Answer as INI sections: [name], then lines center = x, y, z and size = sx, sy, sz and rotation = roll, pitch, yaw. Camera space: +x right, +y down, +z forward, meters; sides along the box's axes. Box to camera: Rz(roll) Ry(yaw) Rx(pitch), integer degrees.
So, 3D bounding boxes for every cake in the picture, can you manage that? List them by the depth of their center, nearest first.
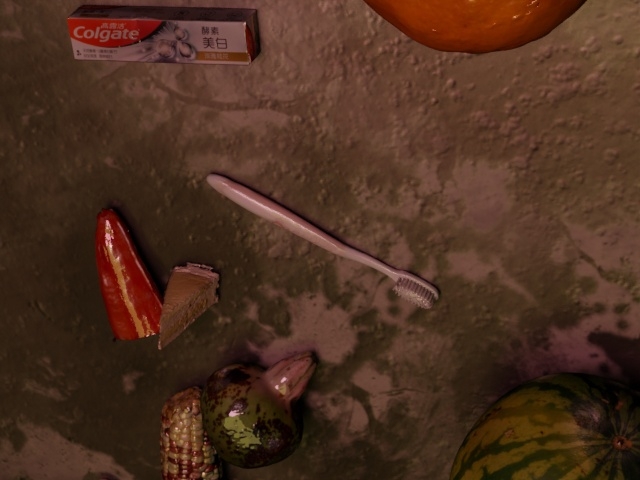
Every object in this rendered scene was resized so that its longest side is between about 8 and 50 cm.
[cake]
center = -0.164, 0.080, 1.802
size = 0.065, 0.121, 0.052
rotation = 8, 125, 6

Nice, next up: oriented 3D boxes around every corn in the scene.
[corn]
center = -0.166, 0.302, 1.944
size = 0.086, 0.086, 0.253
rotation = 5, 118, 16

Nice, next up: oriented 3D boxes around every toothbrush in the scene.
[toothbrush]
center = 0.000, 0.000, 1.755
size = 0.307, 0.029, 0.025
rotation = 28, 130, 3

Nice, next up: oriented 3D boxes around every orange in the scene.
[orange]
center = 0.145, -0.317, 1.417
size = 0.284, 0.226, 0.284
rotation = 10, 118, 19

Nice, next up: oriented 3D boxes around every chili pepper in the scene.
[chili pepper]
center = -0.239, 0.037, 1.842
size = 0.088, 0.065, 0.169
rotation = -10, 110, 22

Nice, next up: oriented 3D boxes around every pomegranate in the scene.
[pomegranate]
center = -0.071, 0.203, 1.853
size = 0.138, 0.163, 0.125
rotation = 48, 162, 7

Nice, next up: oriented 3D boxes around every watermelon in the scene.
[watermelon]
center = 0.281, 0.288, 1.670
size = 0.285, 0.285, 0.285
rotation = 8, 120, 15

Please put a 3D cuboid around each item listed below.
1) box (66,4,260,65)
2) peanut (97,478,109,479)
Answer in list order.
[box]
center = -0.176, -0.230, 1.684
size = 0.218, 0.039, 0.055
rotation = 5, 120, 16
[peanut]
center = -0.282, 0.360, 2.046
size = 0.037, 0.037, 0.083
rotation = -13, 117, 25
